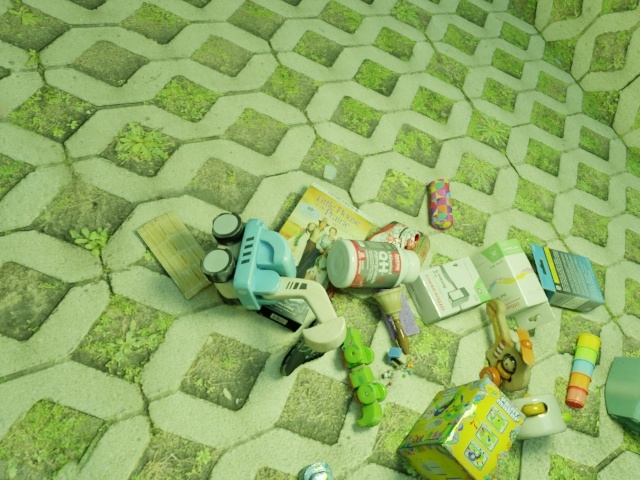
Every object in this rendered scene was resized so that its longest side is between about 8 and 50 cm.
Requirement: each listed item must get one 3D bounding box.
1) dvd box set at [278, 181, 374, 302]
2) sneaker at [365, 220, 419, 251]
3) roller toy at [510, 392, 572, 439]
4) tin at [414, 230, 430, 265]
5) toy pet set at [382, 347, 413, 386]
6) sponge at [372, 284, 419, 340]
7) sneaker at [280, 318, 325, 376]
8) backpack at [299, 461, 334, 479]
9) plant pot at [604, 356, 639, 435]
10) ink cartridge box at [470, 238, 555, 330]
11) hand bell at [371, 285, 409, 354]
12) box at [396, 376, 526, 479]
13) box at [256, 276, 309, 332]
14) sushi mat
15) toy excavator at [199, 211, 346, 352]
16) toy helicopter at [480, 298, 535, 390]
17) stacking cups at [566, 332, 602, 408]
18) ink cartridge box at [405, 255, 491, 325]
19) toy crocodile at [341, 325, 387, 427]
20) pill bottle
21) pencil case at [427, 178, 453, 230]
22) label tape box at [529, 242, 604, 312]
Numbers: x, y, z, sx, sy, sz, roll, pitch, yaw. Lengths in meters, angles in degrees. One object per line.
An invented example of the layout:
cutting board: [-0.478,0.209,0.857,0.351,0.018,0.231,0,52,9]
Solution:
dvd box set: [0.000,0.000,1.772,0.308,0.062,0.420,33,57,-3]
sneaker: [0.283,0.021,1.820,0.145,0.090,0.270,27,47,33]
roller toy: [0.764,0.627,1.648,0.210,0.191,0.146,5,61,-31]
tin: [0.393,0.042,1.914,0.106,0.040,0.189,32,57,2]
toy pet set: [0.266,0.433,1.613,0.065,0.122,0.114,39,37,-7]
sponge: [0.289,0.271,1.755,0.117,0.031,0.209,-12,69,-24]
sneaker: [-0.030,0.363,1.547,0.106,0.101,0.267,42,58,2]
backpack: [-0.005,0.730,1.371,0.105,0.084,0.114,-6,63,-26]
plant pot: [1.308,0.642,1.826,0.247,0.248,0.252,38,75,1]
ink cartridge box: [0.773,0.196,1.871,0.119,0.207,0.353,-8,66,-25]
hand bell: [0.279,0.300,1.674,0.126,0.126,0.241,-11,81,-25]
box: [0.447,0.623,1.474,0.177,0.290,0.279,46,59,7]
box: [-0.115,0.209,1.601,0.156,0.093,0.158,27,57,-5]
sushi mat: [-0.488,0.046,1.590,0.152,0.019,0.316,-34,78,-31]
toy excavator: [-0.135,0.125,1.447,0.446,0.222,0.432,0,56,9]
toy helicopter: [0.706,0.384,1.730,0.140,0.235,0.354,5,62,-18]
stacking cups: [1.073,0.537,1.886,0.096,0.096,0.316,35,62,0]
ink cartridge box: [0.508,0.199,1.825,0.273,0.114,0.198,-14,69,-26]
toy crocodile: [0.137,0.458,1.564,0.115,0.105,0.340,25,43,-59]
pill bottle: [0.199,0.090,1.674,0.319,0.176,0.176,4,62,-28]
pencil case: [0.536,-0.162,2.042,0.105,0.104,0.236,12,58,-14]
label tape box: [1.067,0.166,2.046,0.334,0.105,0.240,13,53,-14]
